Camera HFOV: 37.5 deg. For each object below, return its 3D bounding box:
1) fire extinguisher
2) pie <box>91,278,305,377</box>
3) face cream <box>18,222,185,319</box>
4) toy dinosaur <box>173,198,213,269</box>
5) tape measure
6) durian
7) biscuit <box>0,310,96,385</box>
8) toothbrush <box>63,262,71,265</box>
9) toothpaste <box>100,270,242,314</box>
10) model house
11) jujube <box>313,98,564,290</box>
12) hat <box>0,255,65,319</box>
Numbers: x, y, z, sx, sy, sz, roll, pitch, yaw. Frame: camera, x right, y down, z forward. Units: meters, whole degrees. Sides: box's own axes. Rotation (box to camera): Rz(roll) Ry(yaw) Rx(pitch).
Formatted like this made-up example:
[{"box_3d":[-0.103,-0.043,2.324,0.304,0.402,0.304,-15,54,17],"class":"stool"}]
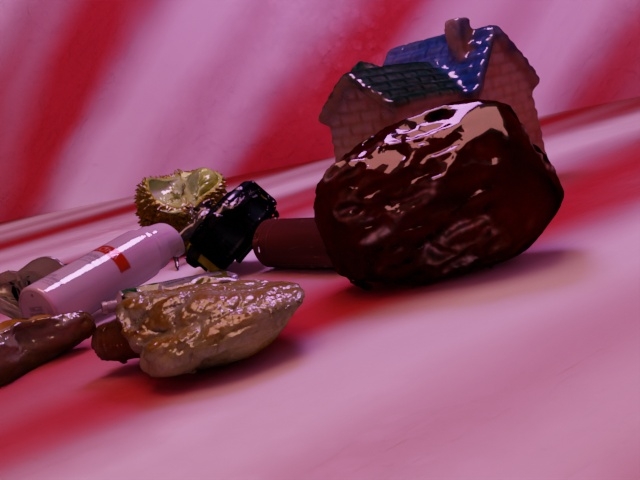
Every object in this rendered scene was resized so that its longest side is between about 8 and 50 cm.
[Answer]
[{"box_3d":[0.000,0.000,1.677,0.105,0.104,0.269,-21,12,-41],"class":"fire extinguisher"},{"box_3d":[-0.150,0.102,1.261,0.257,0.105,0.275,-23,15,-33],"class":"pie"},{"box_3d":[-0.381,0.057,1.702,0.102,0.101,0.345,-5,20,35],"class":"face cream"},{"box_3d":[-0.223,-0.016,2.021,0.187,0.087,0.179,-2,26,-3],"class":"toy dinosaur"},{"box_3d":[-0.177,-0.013,1.826,0.199,0.112,0.186,-50,1,21],"class":"tape measure"},{"box_3d":[-0.322,-0.069,2.189,0.200,0.176,0.237,8,23,24],"class":"durian"},{"box_3d":[-0.507,0.170,1.419,0.335,0.078,0.329,-12,7,-4],"class":"biscuit"},{"box_3d":[-0.538,0.054,2.208,0.298,0.030,0.030,-8,-15,27],"class":"toothbrush"},{"box_3d":[-0.259,0.090,1.646,0.248,0.046,0.078,-13,14,-20],"class":"toothpaste"},{"box_3d":[0.215,-0.271,2.093,0.446,0.399,0.395,-20,16,-37],"class":"model house"},{"box_3d":[0.177,-0.068,1.430,0.377,0.258,0.258,-17,10,0],"class":"jujube"},{"box_3d":[-0.527,0.088,1.734,0.166,0.122,0.081,-37,-16,22],"class":"hat"}]
